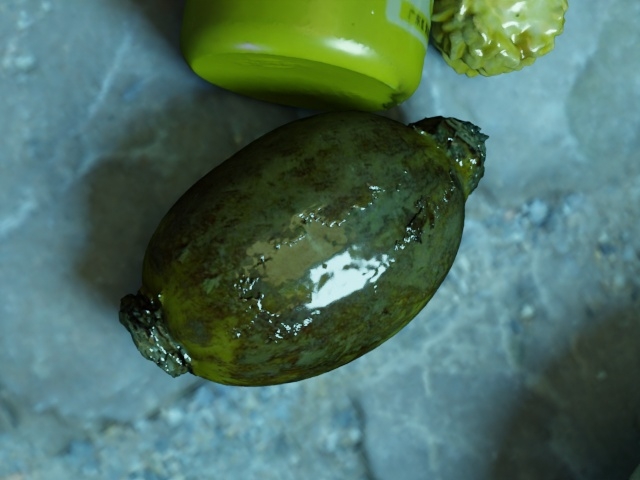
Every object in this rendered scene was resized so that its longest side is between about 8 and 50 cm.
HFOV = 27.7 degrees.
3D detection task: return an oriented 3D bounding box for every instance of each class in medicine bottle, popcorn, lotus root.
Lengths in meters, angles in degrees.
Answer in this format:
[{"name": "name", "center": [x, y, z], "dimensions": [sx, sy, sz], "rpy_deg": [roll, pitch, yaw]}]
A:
[{"name": "medicine bottle", "center": [0.005, -0.180, 0.647], "dimensions": [0.122, 0.122, 0.212], "rpy_deg": [11, 83, -14]}, {"name": "popcorn", "center": [0.093, -0.128, 0.700], "dimensions": [0.083, 0.057, 0.082], "rpy_deg": [22, 87, -16]}, {"name": "lotus root", "center": [0.000, 0.000, 0.639], "dimensions": [0.209, 0.120, 0.120], "rpy_deg": [-32, 94, -14]}]

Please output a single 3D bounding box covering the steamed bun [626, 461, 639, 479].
[{"name": "steamed bun", "center": [0.278, 0.215, 0.646], "dimensions": [0.324, 0.206, 0.324], "rpy_deg": [1, 86, -12]}]
